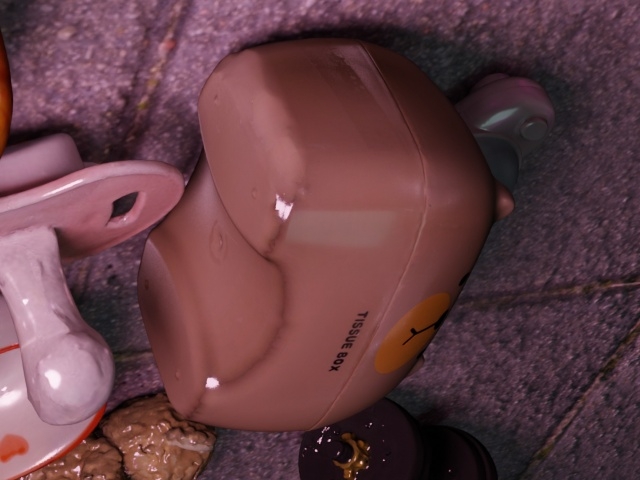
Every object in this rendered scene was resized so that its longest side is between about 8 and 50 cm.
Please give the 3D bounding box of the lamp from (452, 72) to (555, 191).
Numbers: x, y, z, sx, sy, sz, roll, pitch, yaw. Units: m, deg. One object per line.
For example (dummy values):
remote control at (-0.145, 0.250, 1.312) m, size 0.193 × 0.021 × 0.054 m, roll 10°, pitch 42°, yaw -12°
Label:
lamp at (0.156, -0.078, 1.687) m, size 0.246 × 0.108 × 0.179 m, roll -39°, pitch 151°, yaw 15°

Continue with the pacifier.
pacifier at (-0.271, 0.018, 1.389) m, size 0.332 × 0.273 × 0.220 m, roll -18°, pitch 130°, yaw -19°

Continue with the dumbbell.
dumbbell at (0.114, 0.327, 2.156) m, size 0.185 × 0.185 × 0.388 m, roll -39°, pitch 147°, yaw 16°

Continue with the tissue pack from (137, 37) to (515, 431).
tissue pack at (0.000, 0.000, 1.514) m, size 0.277 × 0.267 × 0.387 m, roll -3°, pitch 137°, yaw -30°

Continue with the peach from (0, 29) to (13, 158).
peach at (-0.363, -0.104, 1.121) m, size 0.281 × 0.281 × 0.238 m, roll 107°, pitch 9°, yaw -49°

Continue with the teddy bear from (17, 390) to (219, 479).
teddy bear at (-0.242, 0.273, 1.828) m, size 0.256 × 0.156 × 0.267 m, roll -18°, pitch -174°, yaw -16°

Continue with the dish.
dish at (-0.350, 0.145, 1.583) m, size 0.256 × 0.117 × 0.256 m, roll -22°, pitch 146°, yaw -16°
